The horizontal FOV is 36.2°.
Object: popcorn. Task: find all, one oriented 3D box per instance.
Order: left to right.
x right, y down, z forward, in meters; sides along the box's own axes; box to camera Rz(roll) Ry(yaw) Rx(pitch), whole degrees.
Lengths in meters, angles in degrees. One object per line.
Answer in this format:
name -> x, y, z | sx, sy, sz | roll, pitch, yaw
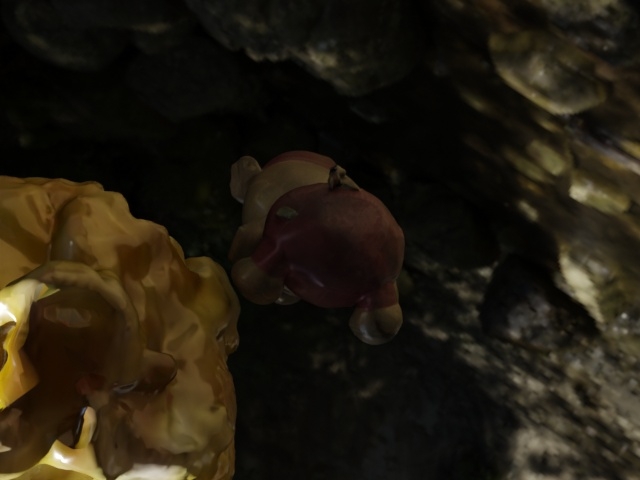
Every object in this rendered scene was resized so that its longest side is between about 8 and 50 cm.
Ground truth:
popcorn -> -0.251, 0.135, 0.867 | 0.354, 0.390, 0.344 | 42, -154, 24

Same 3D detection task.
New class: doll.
doll -> -0.003, 0.002, 0.979 | 0.196, 0.152, 0.256 | 54, -176, -19
